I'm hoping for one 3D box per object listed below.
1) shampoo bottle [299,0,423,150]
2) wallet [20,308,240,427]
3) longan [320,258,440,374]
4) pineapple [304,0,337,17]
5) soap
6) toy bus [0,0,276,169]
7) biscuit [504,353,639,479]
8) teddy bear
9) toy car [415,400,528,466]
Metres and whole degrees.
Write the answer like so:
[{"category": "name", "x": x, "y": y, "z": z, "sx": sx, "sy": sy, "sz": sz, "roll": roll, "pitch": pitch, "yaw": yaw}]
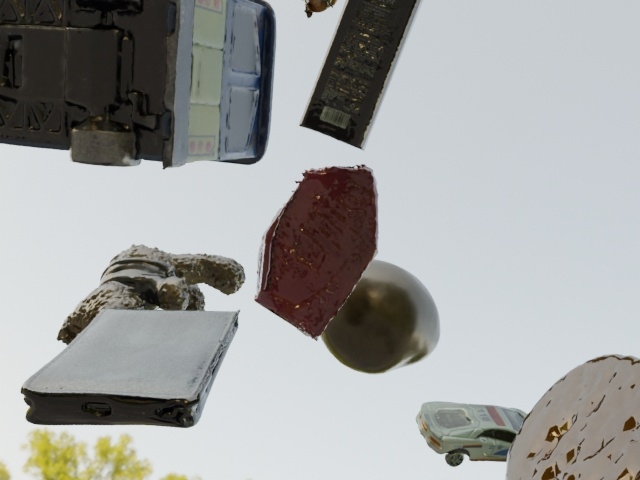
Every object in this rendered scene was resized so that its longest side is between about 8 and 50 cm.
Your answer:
[{"category": "shampoo bottle", "x": 0.072, "y": -0.286, "z": 1.075, "sx": 0.098, "sy": 0.071, "sz": 0.310, "roll": 23, "pitch": -82, "yaw": 10}, {"category": "wallet", "x": -0.178, "y": 0.119, "z": 0.772, "sx": 0.167, "sy": 0.222, "sz": 0.036, "roll": 0, "pitch": -74, "yaw": 5}, {"category": "longan", "x": 0.113, "y": 0.152, "z": 1.490, "sx": 0.248, "sy": 0.248, "sz": 0.248, "roll": 18, "pitch": -40, "yaw": 15}, {"category": "pineapple", "x": 0.015, "y": -0.516, "z": 1.258, "sx": 0.161, "sy": 0.335, "sz": 0.158, "roll": -16, "pitch": -54, "yaw": 12}, {"category": "soap", "x": 0.000, "y": 0.000, "z": 1.280, "sx": 0.182, "sy": 0.289, "sz": 0.112, "roll": 35, "pitch": -10, "yaw": -4}, {"category": "toy bus", "x": -0.197, "y": -0.138, "z": 0.621, "sx": 0.287, "sy": 0.175, "sz": 0.138, "roll": 8, "pitch": -79, "yaw": 20}, {"category": "biscuit", "x": 0.089, "y": 0.221, "z": 0.291, "sx": 0.076, "sy": 0.394, "sz": 0.368, "roll": 38, "pitch": 0, "yaw": -4}, {"category": "teddy bear", "x": -0.231, "y": 0.069, "z": 1.016, "sx": 0.182, "sy": 0.251, "sz": 0.129, "roll": -39, "pitch": -96, "yaw": 34}, {"category": "toy car", "x": 0.228, "y": 0.260, "z": 1.055, "sx": 0.204, "sy": 0.095, "sz": 0.056, "roll": 7, "pitch": -65, "yaw": -17}]
